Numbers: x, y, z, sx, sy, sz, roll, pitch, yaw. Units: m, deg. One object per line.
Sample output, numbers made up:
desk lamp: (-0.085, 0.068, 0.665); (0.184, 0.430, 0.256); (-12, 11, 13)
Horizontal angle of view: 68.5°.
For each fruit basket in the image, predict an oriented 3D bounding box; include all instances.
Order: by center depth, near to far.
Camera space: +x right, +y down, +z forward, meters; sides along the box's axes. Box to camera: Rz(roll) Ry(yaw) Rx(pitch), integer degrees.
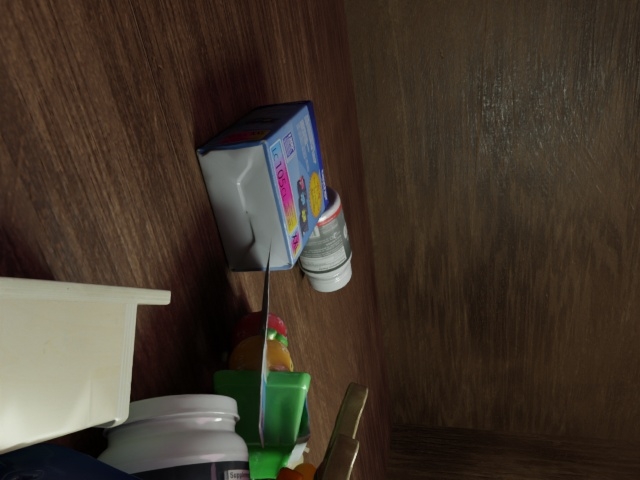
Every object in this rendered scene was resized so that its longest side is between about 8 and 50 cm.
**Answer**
fruit basket: (-0.099, 0.230, 0.863); (0.327, 0.165, 0.353); (105, -8, -47)

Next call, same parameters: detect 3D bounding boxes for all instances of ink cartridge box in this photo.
ink cartridge box: (-0.095, -0.147, 1.048); (0.395, 0.151, 0.270); (-67, 151, -59)

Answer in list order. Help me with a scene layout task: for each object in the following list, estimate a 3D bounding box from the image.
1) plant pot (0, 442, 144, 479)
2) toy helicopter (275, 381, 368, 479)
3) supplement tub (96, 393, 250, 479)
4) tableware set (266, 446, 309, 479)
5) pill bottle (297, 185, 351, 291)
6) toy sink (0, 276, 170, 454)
plant pot: (-0.249, 0.260, 0.272); (0.212, 0.236, 0.236); (21, 66, -44)
toy helicopter: (0.016, 0.362, 0.712); (0.355, 0.140, 0.235); (-55, 163, -61)
supplement tub: (-0.175, 0.342, 0.561); (0.191, 0.191, 0.272); (59, 18, -59)
tableware set: (-0.098, 0.545, 1.151); (0.128, 0.039, 0.194); (-65, 147, -26)
pill bottle: (0.000, 0.000, 1.328); (0.161, 0.161, 0.283); (-75, 157, -46)
toy sink: (-0.264, 0.105, 0.420); (0.234, 0.153, 0.131); (29, 61, -73)
